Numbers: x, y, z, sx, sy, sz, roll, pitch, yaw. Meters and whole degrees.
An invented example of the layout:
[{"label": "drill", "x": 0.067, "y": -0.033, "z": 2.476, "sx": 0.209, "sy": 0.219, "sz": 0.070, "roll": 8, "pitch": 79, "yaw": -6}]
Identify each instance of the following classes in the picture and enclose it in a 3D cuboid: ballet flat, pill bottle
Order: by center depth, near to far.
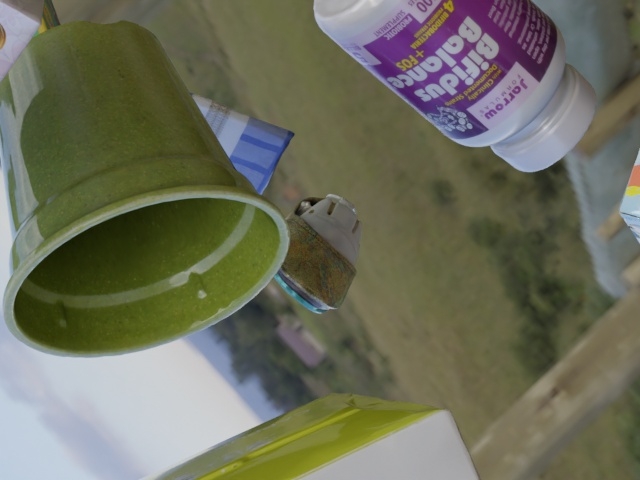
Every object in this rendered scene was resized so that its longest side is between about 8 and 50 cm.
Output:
[{"label": "pill bottle", "x": 0.151, "y": -0.205, "z": 1.543, "sx": 0.301, "sy": 0.169, "sz": 0.169, "roll": 36, "pitch": -178, "yaw": -27}, {"label": "ballet flat", "x": 0.000, "y": 0.000, "z": 1.728, "sx": 0.123, "sy": 0.123, "sz": 0.348, "roll": 48, "pitch": -177, "yaw": -5}]

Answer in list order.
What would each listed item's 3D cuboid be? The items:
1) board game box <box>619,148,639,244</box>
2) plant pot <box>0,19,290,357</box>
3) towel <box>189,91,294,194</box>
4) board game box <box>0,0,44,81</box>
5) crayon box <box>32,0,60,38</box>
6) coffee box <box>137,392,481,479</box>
[{"label": "board game box", "x": 0.349, "y": -0.032, "z": 1.165, "sx": 0.144, "sy": 0.142, "sz": 0.275, "roll": 16, "pitch": 171, "yaw": 25}, {"label": "plant pot", "x": -0.201, "y": -0.064, "z": 1.408, "sx": 0.254, "sy": 0.276, "sz": 0.276, "roll": 66, "pitch": -175, "yaw": 28}, {"label": "towel", "x": -0.190, "y": -0.135, "z": 1.815, "sx": 0.285, "sy": 0.034, "sz": 0.209, "roll": 20, "pitch": 150, "yaw": -7}, {"label": "board game box", "x": -0.323, "y": -0.153, "z": 1.189, "sx": 0.066, "sy": 0.318, "sz": 0.318, "roll": 29, "pitch": -151, "yaw": -24}, {"label": "crayon box", "x": -0.402, "y": -0.314, "z": 1.560, "sx": 0.081, "sy": 0.165, "sz": 0.278, "roll": -99, "pitch": -6, "yaw": -60}, {"label": "coffee box", "x": -0.035, "y": 0.327, "z": 1.068, "sx": 0.334, "sy": 0.338, "sz": 0.338, "roll": 67, "pitch": 168, "yaw": -2}]
